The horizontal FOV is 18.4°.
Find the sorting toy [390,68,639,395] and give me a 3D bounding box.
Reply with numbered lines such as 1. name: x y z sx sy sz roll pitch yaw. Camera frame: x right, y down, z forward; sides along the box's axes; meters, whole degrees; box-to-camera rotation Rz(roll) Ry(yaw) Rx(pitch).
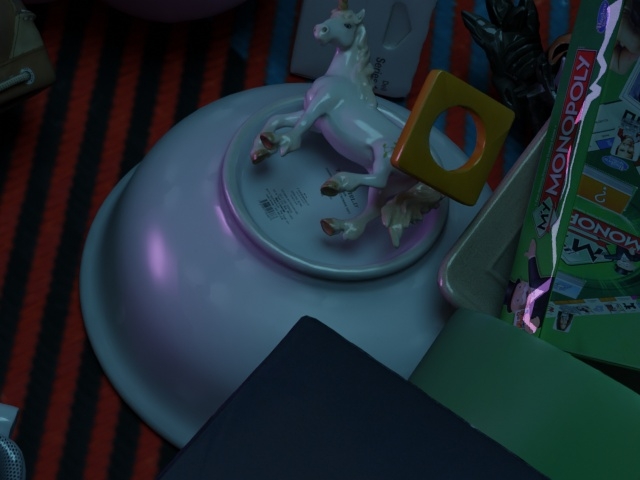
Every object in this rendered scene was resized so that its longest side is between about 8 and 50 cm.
1. sorting toy: 0.173 -0.001 1.233 0.348 0.047 0.196 41 78 -28

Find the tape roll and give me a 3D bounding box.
1. tape roll: 0.186 0.156 1.070 0.321 0.321 0.077 33 85 12

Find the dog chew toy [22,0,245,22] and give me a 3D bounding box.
1. dog chew toy: -0.185 -0.254 1.372 0.332 0.206 0.206 0 54 -3

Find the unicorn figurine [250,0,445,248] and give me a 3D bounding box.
1. unicorn figurine: 0.015 -0.072 1.199 0.111 0.060 0.162 -37 88 -28

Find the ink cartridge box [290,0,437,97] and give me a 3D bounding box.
1. ink cartridge box: 0.046 -0.237 1.422 0.093 0.160 0.219 12 53 -2

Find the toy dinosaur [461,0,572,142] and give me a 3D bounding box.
1. toy dinosaur: 0.208 -0.127 1.320 0.164 0.218 0.321 15 90 -20

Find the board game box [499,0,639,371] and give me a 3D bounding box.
1. board game box: 0.270 -0.010 1.230 0.317 0.046 0.213 15 90 -31

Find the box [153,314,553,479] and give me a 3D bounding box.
1. box: -0.058 0.269 0.939 0.179 0.312 0.343 34 56 13

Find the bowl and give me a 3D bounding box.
1. bowl: 0.000 0.000 1.259 0.298 0.134 0.297 6 53 -8

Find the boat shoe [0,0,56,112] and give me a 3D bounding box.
1. boat shoe: -0.302 -0.056 1.246 0.324 0.123 0.116 -39 99 -18

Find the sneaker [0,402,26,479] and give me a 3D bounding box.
1. sneaker: -0.234 0.212 0.925 0.137 0.210 0.366 34 21 -7
